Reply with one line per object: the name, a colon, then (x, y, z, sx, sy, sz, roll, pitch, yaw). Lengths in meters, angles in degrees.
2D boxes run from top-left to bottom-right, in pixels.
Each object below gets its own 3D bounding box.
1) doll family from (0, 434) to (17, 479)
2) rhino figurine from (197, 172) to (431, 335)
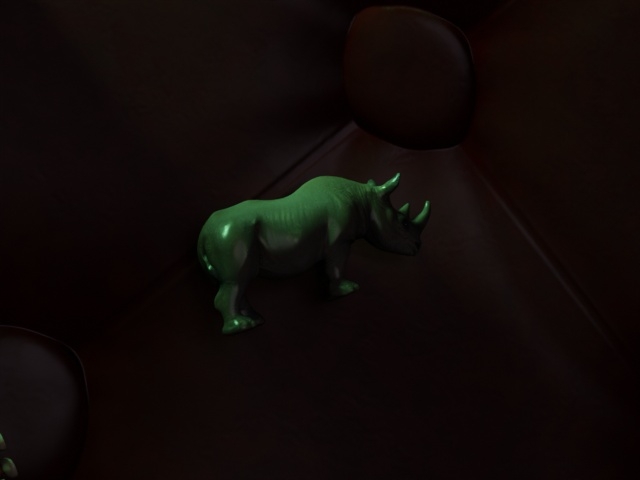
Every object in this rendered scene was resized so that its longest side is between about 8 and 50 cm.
doll family: (-0.304, 0.174, 1.346, 0.111, 0.076, 0.193, -27, 93, -32)
rhino figurine: (0.000, 0.000, 1.527, 0.243, 0.073, 0.106, -19, 89, -29)
